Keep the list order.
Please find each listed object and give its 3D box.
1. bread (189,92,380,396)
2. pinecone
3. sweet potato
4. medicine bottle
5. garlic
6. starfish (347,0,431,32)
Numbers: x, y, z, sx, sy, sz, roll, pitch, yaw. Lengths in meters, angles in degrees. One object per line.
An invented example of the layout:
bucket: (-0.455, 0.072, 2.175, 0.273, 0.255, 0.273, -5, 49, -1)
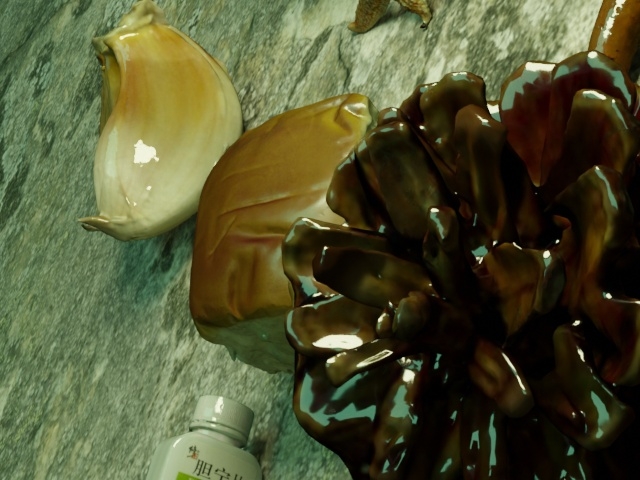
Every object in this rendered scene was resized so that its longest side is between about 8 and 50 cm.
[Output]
bread: (0.000, 0.000, 1.689, 0.279, 0.225, 0.250, -19, 52, 50)
pinecone: (0.159, 0.046, 1.215, 0.398, 0.397, 0.398, -42, 34, 37)
sweet potato: (0.281, -0.206, 1.543, 0.265, 0.057, 0.057, -64, 26, -3)
medicine bottle: (-0.126, 0.262, 1.808, 0.069, 0.119, 0.183, -25, 44, 56)
garlic: (-0.232, -0.139, 2.263, 0.286, 0.249, 0.313, -15, 73, 37)
starfish: (0.043, -0.331, 1.946, 0.048, 0.231, 0.295, -50, 2, -17)
